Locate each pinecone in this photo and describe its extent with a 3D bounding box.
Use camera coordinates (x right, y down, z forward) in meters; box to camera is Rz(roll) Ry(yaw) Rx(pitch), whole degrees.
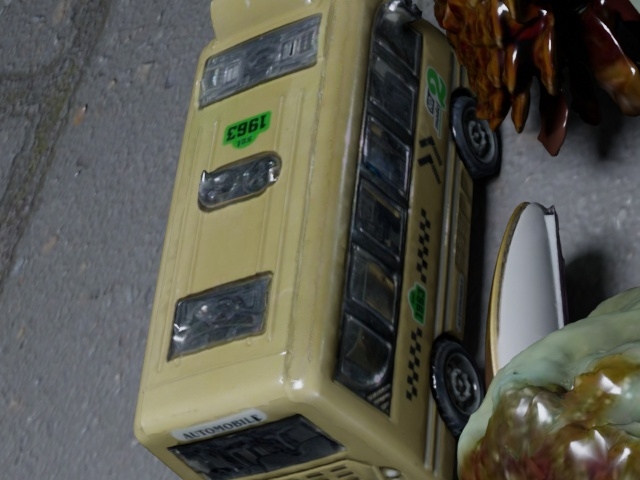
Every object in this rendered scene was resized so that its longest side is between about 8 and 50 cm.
[{"bbox_3d":[0.182,-0.199,1.179,0.264,0.264,0.264,-23,47,28],"label":"pinecone"}]

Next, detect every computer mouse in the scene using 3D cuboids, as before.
[{"bbox_3d":[0.129,0.092,1.105,0.056,0.126,0.245,-4,55,9],"label":"computer mouse"}]

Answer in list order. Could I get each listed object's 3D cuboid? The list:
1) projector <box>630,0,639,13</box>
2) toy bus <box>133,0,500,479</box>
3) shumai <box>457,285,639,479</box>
[{"bbox_3d":[0.319,-0.124,0.981,0.257,0.259,0.079,-3,58,40],"label":"projector"},{"bbox_3d":[0.000,0.000,1.221,0.177,0.202,0.365,-19,49,32],"label":"toy bus"},{"bbox_3d":[0.206,0.091,0.888,0.309,0.263,0.304,13,86,54],"label":"shumai"}]
